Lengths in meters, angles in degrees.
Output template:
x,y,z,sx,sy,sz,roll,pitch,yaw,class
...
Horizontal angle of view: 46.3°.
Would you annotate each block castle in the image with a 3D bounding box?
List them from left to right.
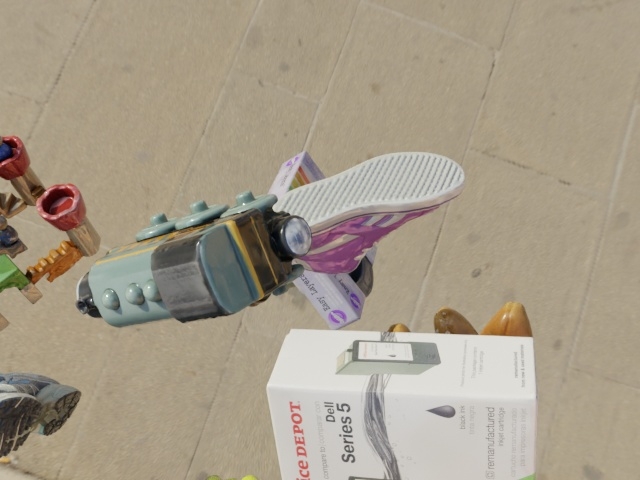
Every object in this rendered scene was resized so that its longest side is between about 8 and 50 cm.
x,y,z,sx,sy,sz,roll,pitch,yaw,class
-0.687,0.013,1.431,0.453,0.212,0.303,-43,58,-18,block castle

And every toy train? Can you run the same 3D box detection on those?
x,y,z,sx,sy,sz,roll,pitch,yaw,class
-0.170,0.033,0.955,0.190,0.334,0.142,-30,105,-49,toy train

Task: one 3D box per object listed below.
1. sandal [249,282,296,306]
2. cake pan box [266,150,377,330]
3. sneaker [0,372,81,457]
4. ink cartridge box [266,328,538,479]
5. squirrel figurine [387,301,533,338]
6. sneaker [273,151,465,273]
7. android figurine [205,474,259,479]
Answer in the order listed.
x,y,z,sx,sy,sz,roll,pitch,yaw,class
-0.140,0.086,1.613,0.303,0.086,0.120,-19,115,-7,sandal
0.000,0.000,1.373,0.070,0.245,0.267,-26,111,28,cake pan box
-0.519,0.275,1.233,0.122,0.283,0.110,26,87,11,sneaker
0.093,0.209,0.820,0.273,0.114,0.198,0,117,14,ink cartridge box
0.225,0.314,1.276,0.281,0.370,0.396,-14,83,22,squirrel figurine
0.078,-0.033,1.119,0.282,0.161,0.102,-14,50,3,sneaker
-0.221,0.472,1.346,0.248,0.273,0.056,-3,84,-12,android figurine
